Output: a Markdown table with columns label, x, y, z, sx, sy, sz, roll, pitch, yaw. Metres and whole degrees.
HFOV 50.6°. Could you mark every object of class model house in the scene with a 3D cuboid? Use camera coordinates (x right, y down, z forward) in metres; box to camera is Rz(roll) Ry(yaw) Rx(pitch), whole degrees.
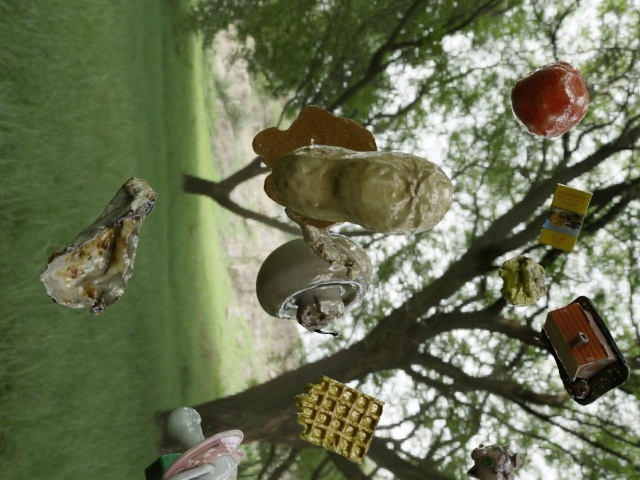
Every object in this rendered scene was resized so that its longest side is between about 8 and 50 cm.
| label | x | y | z | sx | sy | sz | roll | pitch | yaw |
| --- | --- | --- | --- | --- | --- | --- | --- | --- | --- |
| model house | 0.725 | 0.311 | 1.968 | 0.207 | 0.153 | 0.294 | -47 | -138 | 32 |

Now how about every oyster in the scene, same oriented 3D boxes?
| label | x | y | z | sx | sy | sz | roll | pitch | yaw |
| --- | --- | --- | --- | --- | --- | --- | --- | --- | --- |
| oyster | -0.496 | 0.002 | 1.546 | 0.133 | 0.337 | 0.197 | 31 | -4 | 36 |

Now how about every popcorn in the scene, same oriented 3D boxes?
| label | x | y | z | sx | sy | sz | roll | pitch | yaw |
| --- | --- | --- | --- | --- | --- | --- | --- | --- | --- |
| popcorn | 0.709 | 0.140 | 2.361 | 0.155 | 0.197 | 0.198 | -23 | -118 | 31 |

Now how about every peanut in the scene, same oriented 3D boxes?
| label | x | y | z | sx | sy | sz | roll | pitch | yaw |
| --- | --- | --- | --- | --- | --- | --- | --- | --- | --- |
| peanut | 0.079 | -0.105 | 1.394 | 0.192 | 0.386 | 0.170 | -15 | 113 | -69 |

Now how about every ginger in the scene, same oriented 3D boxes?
| label | x | y | z | sx | sy | sz | roll | pitch | yaw |
| --- | --- | --- | --- | --- | --- | --- | --- | --- | --- |
| ginger | 0.000 | -0.002 | 1.754 | 0.065 | 0.258 | 0.149 | -47 | -168 | 6 |

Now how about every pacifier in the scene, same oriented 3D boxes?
| label | x | y | z | sx | sy | sz | roll | pitch | yaw |
| --- | --- | --- | --- | --- | --- | --- | --- | --- | --- |
| pacifier | -0.322 | 0.590 | 1.828 | 0.332 | 0.220 | 0.273 | 96 | -1 | -54 |

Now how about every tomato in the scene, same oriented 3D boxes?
| label | x | y | z | sx | sy | sz | roll | pitch | yaw |
| --- | --- | --- | --- | --- | --- | --- | --- | --- | --- |
| tomato | 0.683 | -0.418 | 2.032 | 0.231 | 0.188 | 0.232 | 7 | -80 | 42 |

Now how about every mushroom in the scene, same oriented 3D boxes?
| label | x | y | z | sx | sy | sz | roll | pitch | yaw |
| --- | --- | --- | --- | --- | --- | --- | --- | --- | --- |
| mushroom | -0.011 | 0.145 | 2.022 | 0.362 | 0.361 | 0.295 | 107 | -27 | -61 |

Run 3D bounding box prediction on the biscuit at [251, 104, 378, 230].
| label | x | y | z | sx | sy | sz | roll | pitch | yaw |
| --- | --- | --- | --- | --- | --- | --- | --- | --- | --- |
| biscuit | 0.010 | -0.166 | 1.615 | 0.051 | 0.375 | 0.270 | 38 | 77 | -85 |

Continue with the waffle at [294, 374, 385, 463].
| label | x | y | z | sx | sy | sz | roll | pitch | yaw |
| --- | --- | --- | --- | --- | --- | --- | --- | --- | --- |
| waffle | 0.031 | 0.420 | 1.613 | 0.161 | 0.210 | 0.055 | -68 | -168 | -12 |

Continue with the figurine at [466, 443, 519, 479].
| label | x | y | z | sx | sy | sz | roll | pitch | yaw |
| --- | --- | --- | --- | --- | --- | --- | --- | --- | --- |
| figurine | 0.508 | 0.656 | 1.986 | 0.137 | 0.125 | 0.125 | 5 | -80 | 38 |

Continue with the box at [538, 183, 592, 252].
| label | x | y | z | sx | sy | sz | roll | pitch | yaw |
| --- | --- | --- | --- | --- | --- | --- | --- | --- | --- |
| box | 0.606 | -0.056 | 1.678 | 0.023 | 0.086 | 0.155 | -33 | 138 | -66 |

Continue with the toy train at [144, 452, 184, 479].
| label | x | y | z | sx | sy | sz | roll | pitch | yaw |
| --- | --- | --- | --- | --- | --- | --- | --- | --- | --- |
| toy train | -0.524 | 0.867 | 2.226 | 0.429 | 0.178 | 0.249 | -41 | -124 | 31 |
